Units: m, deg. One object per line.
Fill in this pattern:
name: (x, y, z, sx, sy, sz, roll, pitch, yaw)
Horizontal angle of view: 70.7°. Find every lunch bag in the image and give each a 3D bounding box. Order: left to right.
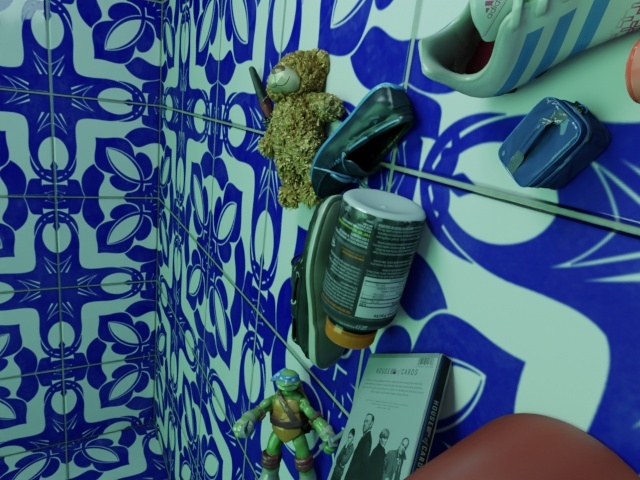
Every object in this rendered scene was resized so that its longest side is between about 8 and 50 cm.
lunch bag: (0.244, -0.102, 0.476, 0.098, 0.065, 0.067, -60, 43, 44)

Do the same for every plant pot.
plant pot: (0.173, 0.340, 0.456, 0.275, 0.243, 0.274, 9, 101, 60)

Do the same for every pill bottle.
pill bottle: (0.072, 0.051, 0.720, 0.130, 0.131, 0.245, 44, 128, 50)

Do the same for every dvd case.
dvd case: (0.097, 0.284, 0.675, 0.179, 0.030, 0.238, -23, 38, 58)

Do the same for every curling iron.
curling iron: (-0.142, -0.354, 1.150, 0.068, 0.035, 0.273, 65, -173, -59)

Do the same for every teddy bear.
teddy bear: (-0.051, -0.226, 0.936, 0.245, 0.113, 0.337, 27, 116, 54)

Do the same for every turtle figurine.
turtle figurine: (-0.074, 0.428, 0.940, 0.275, 0.198, 0.266, 24, 116, 61)

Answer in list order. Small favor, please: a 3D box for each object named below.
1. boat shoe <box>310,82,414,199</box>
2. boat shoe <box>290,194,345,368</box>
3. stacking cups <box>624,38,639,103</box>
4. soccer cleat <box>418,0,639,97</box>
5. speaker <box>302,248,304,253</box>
boat shoe: (0.058, -0.142, 0.759, 0.258, 0.109, 0.089, -55, 50, 50)
boat shoe: (-0.007, 0.073, 0.864, 0.113, 0.127, 0.339, 21, 120, 44)
stacking cups: (0.354, -0.128, 0.258, 0.316, 0.096, 0.095, 24, 112, 58)
soccer cleat: (0.229, -0.234, 0.414, 0.331, 0.143, 0.115, -29, 67, 57)
speaker: (0.000, 0.000, 0.919, 0.055, 0.055, 0.136, 55, 137, 43)
